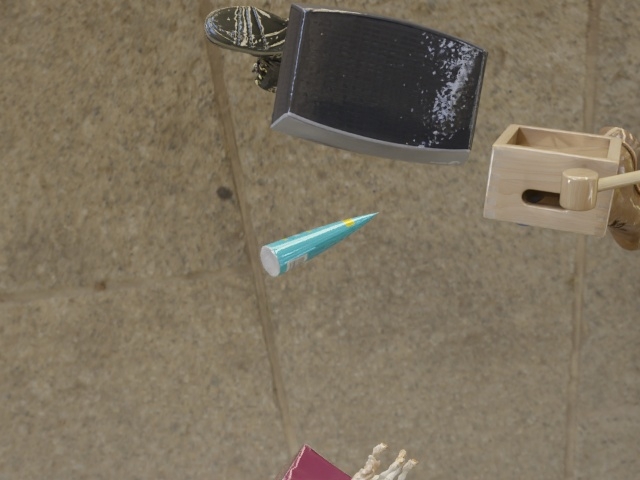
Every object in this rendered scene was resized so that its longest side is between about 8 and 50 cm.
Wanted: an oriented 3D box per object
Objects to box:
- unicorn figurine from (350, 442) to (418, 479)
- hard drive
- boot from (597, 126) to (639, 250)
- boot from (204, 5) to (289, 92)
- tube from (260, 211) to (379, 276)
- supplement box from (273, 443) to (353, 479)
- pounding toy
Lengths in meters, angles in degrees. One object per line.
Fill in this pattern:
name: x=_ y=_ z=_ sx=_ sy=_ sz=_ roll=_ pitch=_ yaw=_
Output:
unicorn figurine: x=0.091 y=0.347 z=1.093 sx=0.161 sy=0.060 sz=0.111 roll=33 pitch=90 yaw=-33
hard drive: x=0.078 y=-0.188 z=0.951 sx=0.254 sy=0.054 sz=0.172 roll=10 pitch=93 yaw=-13
boot: x=0.523 y=-0.060 z=1.406 sx=0.115 sy=0.112 sz=0.305 roll=-54 pitch=136 yaw=-18
boot: x=-0.104 y=-0.327 z=1.389 sx=0.236 sy=0.085 sz=0.178 roll=-1 pitch=163 yaw=-22
tube: x=0.000 y=0.000 z=1.282 sx=0.207 sy=0.080 sz=0.052 roll=-23 pitch=90 yaw=-33
supplement box: x=-0.025 y=0.407 z=1.250 sx=0.104 sy=0.081 sz=0.188 roll=35 pitch=148 yaw=4
pounding toy: x=0.267 y=-0.048 z=0.820 sx=0.180 sy=0.206 sz=0.094 roll=11 pitch=112 yaw=19
